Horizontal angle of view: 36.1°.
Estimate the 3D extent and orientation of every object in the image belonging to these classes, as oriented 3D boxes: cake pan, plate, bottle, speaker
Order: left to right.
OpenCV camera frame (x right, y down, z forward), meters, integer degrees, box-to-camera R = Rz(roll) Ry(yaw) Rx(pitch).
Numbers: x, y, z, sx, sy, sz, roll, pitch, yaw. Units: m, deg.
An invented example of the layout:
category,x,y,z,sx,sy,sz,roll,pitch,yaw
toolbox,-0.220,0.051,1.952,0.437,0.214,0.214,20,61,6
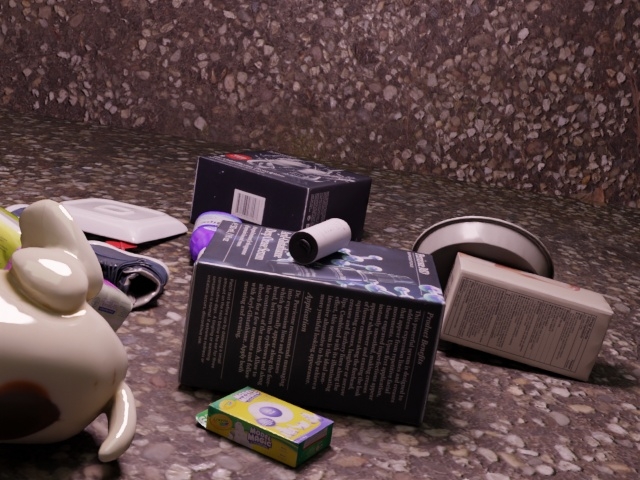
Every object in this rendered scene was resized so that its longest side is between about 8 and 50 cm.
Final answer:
category,x,y,z,sx,sy,sz,roll,pitch,yaw
plate,-0.485,-0.054,2.300,0.277,0.045,0.278,12,9,16
bottle,-0.230,0.010,2.165,0.118,0.092,0.283,9,15,-5
speaker,0.000,0.000,1.594,0.055,0.055,0.136,15,16,21
cake pan,0.324,0.071,1.992,0.293,0.293,0.054,11,49,7

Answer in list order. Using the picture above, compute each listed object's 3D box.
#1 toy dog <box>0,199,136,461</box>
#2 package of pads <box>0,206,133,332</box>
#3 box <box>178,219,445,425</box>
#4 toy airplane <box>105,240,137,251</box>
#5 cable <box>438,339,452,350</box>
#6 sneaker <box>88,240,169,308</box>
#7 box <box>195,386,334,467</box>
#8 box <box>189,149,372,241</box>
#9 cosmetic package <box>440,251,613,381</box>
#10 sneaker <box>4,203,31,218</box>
category,x,y,z,sx,sy,sz,roll,pitch,yaw
toy dog,-0.461,0.167,1.206,0.395,0.284,0.408,53,28,13
package of pads,-0.467,0.045,1.581,0.296,0.101,0.229,33,-5,9
box,-0.011,0.126,1.641,0.395,0.212,0.293,10,14,-1
toy airplane,-0.419,0.031,2.098,0.151,0.028,0.151,10,14,-3
cable,0.162,0.154,1.992,0.287,0.072,0.139,35,18,33
sneaker,-0.405,0.064,1.871,0.226,0.086,0.163,9,12,-7
box,-0.083,0.262,1.418,0.179,0.043,0.105,15,15,27
box,-0.099,-0.106,2.511,0.343,0.179,0.312,18,16,28
cosmetic package,0.383,0.143,1.874,0.296,0.153,0.129,18,16,1
sneaker,-0.603,0.004,1.953,0.153,0.099,0.282,14,19,21
